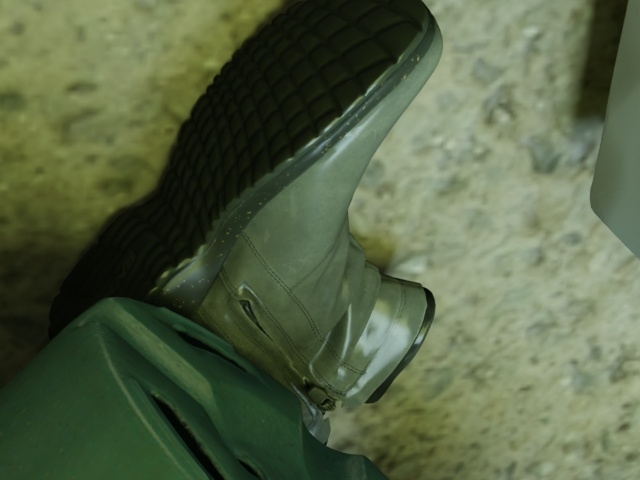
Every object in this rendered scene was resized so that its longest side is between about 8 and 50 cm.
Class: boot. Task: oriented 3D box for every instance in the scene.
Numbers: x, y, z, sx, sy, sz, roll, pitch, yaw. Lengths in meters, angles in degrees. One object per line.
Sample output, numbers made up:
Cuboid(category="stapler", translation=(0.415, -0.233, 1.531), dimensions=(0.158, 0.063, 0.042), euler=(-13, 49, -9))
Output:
Cuboid(category="boot", translation=(0.000, 0.000, 0.838), dimensions=(0.161, 0.083, 0.246), euler=(29, 111, -39))

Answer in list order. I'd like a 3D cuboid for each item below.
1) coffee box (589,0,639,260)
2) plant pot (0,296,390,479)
Cuboid(category="coffee box", translation=(0.357, -0.091, 0.731), dimensions=(0.338, 0.334, 0.338), euler=(-8, 125, -21))
Cuboid(category="plant pot", translation=(-0.104, 0.225, 0.720), dimensions=(0.334, 0.341, 0.341), euler=(-48, 126, 8))
